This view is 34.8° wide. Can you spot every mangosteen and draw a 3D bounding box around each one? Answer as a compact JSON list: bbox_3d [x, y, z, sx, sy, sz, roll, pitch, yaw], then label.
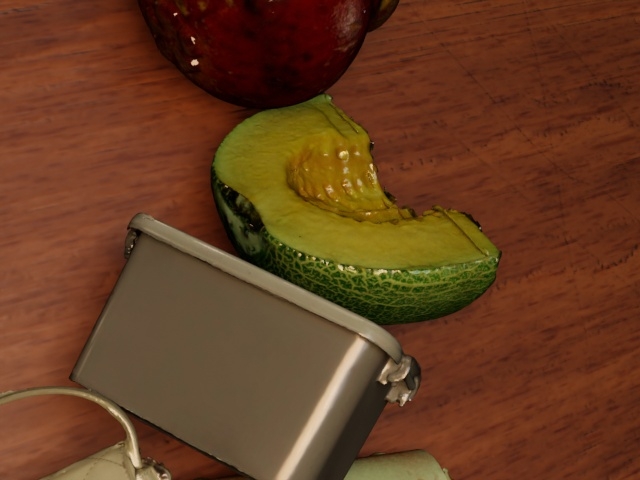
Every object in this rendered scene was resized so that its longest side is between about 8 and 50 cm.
[{"bbox_3d":[-0.030,-0.233,0.868,0.257,0.215,0.215,-37,94,-25],"label":"mangosteen"}]

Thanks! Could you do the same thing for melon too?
[{"bbox_3d":[0.000,0.000,0.849,0.169,0.129,0.265,-14,43,-30],"label":"melon"}]

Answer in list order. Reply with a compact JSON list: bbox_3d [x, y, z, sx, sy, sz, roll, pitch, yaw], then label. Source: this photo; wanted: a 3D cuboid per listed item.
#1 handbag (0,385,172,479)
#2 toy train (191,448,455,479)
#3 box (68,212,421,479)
[{"bbox_3d":[-0.214,0.223,0.692,0.256,0.079,0.219,-26,89,-1],"label":"handbag"},{"bbox_3d":[-0.004,0.257,0.824,0.285,0.116,0.177,-3,66,-25],"label":"toy train"},{"bbox_3d":[-0.062,0.099,0.769,0.243,0.163,0.135,25,76,17],"label":"box"}]
